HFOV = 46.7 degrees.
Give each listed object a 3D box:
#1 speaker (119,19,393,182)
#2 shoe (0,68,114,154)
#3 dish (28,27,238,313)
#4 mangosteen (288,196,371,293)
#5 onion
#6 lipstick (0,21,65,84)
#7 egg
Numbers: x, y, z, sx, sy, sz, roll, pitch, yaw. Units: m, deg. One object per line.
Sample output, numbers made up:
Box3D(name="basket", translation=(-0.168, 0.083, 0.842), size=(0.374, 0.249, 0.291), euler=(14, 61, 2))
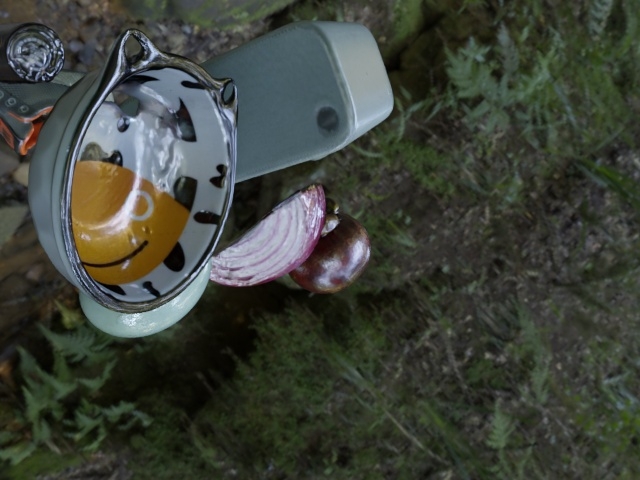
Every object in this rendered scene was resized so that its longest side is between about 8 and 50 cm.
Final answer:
Box3D(name="speaker", translation=(-0.098, -0.195, 1.130), size=(0.406, 0.183, 0.184), euler=(-14, -168, 32))
Box3D(name="shoe", translation=(-0.520, -0.220, 1.239), size=(0.336, 0.171, 0.132), euler=(13, 140, -26))
Box3D(name="dish", translation=(-0.213, -0.071, 0.799), size=(0.303, 0.120, 0.303), euler=(-37, 134, -53))
Box3D(name="mangosteen", translation=(0.000, 0.000, 1.773), size=(0.215, 0.258, 0.215), euler=(-21, -149, 13))
Box3D(name="onion", translation=(-0.077, 0.006, 1.312), size=(0.250, 0.111, 0.247), euler=(-37, 179, 8))
Box3D(name="lipstick", translation=(-0.430, -0.253, 1.008), size=(0.081, 0.081, 0.299), euler=(-39, -149, -26))
Box3D(name="egg", translation=(-0.240, 0.051, 1.026), size=(0.192, 0.149, 0.149), euler=(-32, 169, -7))
